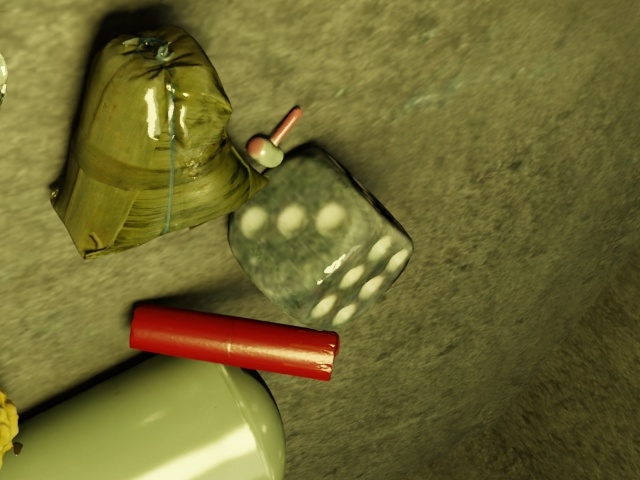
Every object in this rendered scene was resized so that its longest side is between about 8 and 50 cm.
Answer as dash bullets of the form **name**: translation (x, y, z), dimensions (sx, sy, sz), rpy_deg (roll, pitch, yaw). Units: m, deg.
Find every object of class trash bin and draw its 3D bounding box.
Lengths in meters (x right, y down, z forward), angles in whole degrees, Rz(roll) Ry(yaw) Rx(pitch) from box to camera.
- **trash bin**: translation (-0.261, 0.322, 1.140), dimensions (0.432, 0.280, 0.280), rpy_deg (-23, 149, -19)

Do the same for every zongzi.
- **zongzi**: translation (-0.118, -0.111, 0.811), dimensions (0.274, 0.125, 0.251), rpy_deg (-16, 152, -39)

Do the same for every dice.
- **dice**: translation (0.000, 0.000, 1.053), dimensions (0.182, 0.183, 0.181), rpy_deg (-45, 150, 9)

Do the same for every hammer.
- **hammer**: translation (-0.051, -0.128, 0.965), dimensions (0.083, 0.031, 0.052), rpy_deg (-50, 154, 9)

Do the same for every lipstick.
- **lipstick**: translation (-0.115, 0.137, 1.077), dimensions (0.279, 0.073, 0.073), rpy_deg (10, 141, -2)

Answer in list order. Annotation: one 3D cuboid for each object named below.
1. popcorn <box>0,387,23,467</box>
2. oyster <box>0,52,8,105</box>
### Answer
- **popcorn**: translation (-0.445, 0.241, 0.947), dimensions (0.180, 0.180, 0.170), rpy_deg (-40, 124, 4)
- **oyster**: translation (-0.335, -0.072, 0.654), dimensions (0.199, 0.087, 0.252), rpy_deg (-21, 142, -10)
